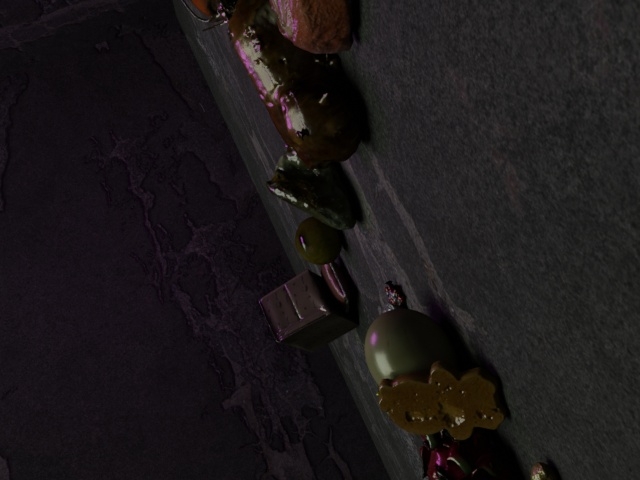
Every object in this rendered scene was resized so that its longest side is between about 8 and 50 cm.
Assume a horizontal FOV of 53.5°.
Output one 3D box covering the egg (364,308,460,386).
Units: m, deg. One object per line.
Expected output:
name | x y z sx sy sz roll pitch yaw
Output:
egg | 0.201 0.260 1.376 0.241 0.186 0.186 54 169 2

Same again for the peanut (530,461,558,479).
peanut | 0.404 0.446 1.145 0.054 0.054 0.113 -132 24 -61

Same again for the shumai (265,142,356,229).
shumai | 0.006 -0.158 1.685 0.272 0.203 0.222 32 -179 -15

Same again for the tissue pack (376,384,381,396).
tissue pack | 0.225 0.409 1.780 0.123 0.127 0.178 57 167 34

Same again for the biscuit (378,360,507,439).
biscuit | 0.238 0.321 1.268 0.184 0.249 0.035 67 -155 -19

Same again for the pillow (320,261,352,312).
pillow | 0.060 0.148 2.185 0.171 0.075 0.179 88 157 -65

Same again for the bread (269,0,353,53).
bread | -0.026 -0.459 1.101 0.244 0.123 0.190 85 161 -58

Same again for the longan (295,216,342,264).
longan | 0.000 0.000 2.010 0.176 0.145 0.154 -2 -89 -58

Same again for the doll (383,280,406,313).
doll | 0.195 0.184 1.631 0.109 0.057 0.169 26 126 50

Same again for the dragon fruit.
dragon fruit | 0.312 0.483 1.361 0.218 0.198 0.272 -33 -76 -55

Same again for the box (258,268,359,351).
box | -0.038 0.260 2.287 0.190 0.225 0.297 64 -167 25

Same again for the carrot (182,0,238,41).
carrot | -0.257 -0.666 1.593 0.331 0.214 0.193 60 170 17

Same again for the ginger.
ginger | -0.042 -0.338 1.329 0.418 0.176 0.254 66 163 -14
